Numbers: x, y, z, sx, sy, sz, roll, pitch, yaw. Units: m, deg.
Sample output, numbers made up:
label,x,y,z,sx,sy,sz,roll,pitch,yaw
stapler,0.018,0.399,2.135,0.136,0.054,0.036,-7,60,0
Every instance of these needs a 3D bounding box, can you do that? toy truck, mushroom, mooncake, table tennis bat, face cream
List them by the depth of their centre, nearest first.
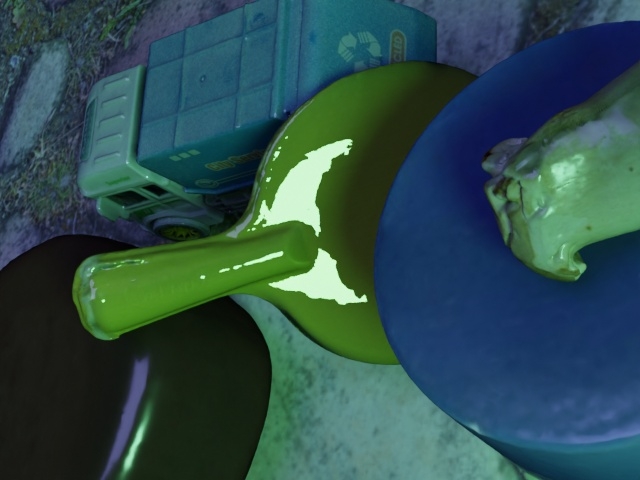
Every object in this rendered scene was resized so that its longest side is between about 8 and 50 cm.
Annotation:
label,x,y,z,sx,sy,sz,roll,pitch,yaw
mushroom,0.176,-0.055,0.456,0.225,0.093,0.116,-13,79,23
face cream,0.188,0.033,0.607,0.249,0.225,0.248,-15,58,26
table tennis bat,0.000,0.000,0.764,0.369,0.054,0.224,-16,97,-4
mooncake,-0.191,0.155,0.901,0.326,0.174,0.333,-26,57,30
toy truck,-0.062,-0.107,0.925,0.367,0.175,0.146,-14,63,36
